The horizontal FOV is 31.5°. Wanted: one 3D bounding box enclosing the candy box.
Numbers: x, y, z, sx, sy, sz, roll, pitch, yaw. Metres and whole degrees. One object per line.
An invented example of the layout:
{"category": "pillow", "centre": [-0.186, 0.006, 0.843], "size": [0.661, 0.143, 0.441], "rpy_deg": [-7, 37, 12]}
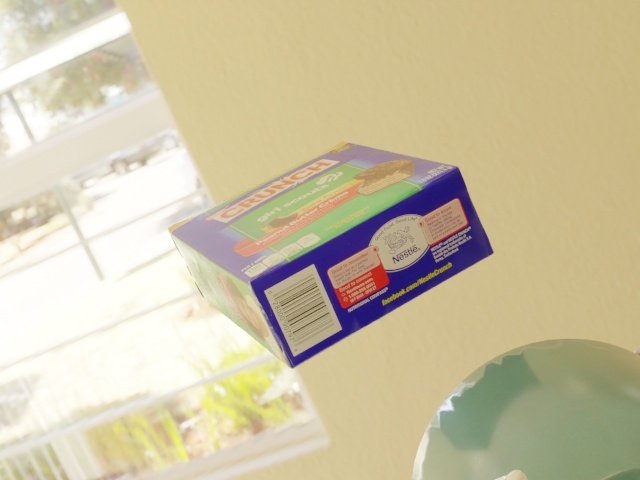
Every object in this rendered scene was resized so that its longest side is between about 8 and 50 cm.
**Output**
{"category": "candy box", "centre": [0.000, 0.000, 1.326], "size": [0.268, 0.122, 0.317], "rpy_deg": [-29, 18, -16]}

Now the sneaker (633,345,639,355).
{"category": "sneaker", "centre": [0.419, 0.186, 1.236], "size": [0.084, 0.083, 0.215], "rpy_deg": [-21, 28, -1]}

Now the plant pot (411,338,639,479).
{"category": "plant pot", "centre": [0.239, 0.243, 0.950], "size": [0.293, 0.293, 0.235], "rpy_deg": [-25, 6, -3]}

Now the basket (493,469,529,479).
{"category": "basket", "centre": [0.049, 0.205, 0.549], "size": [0.167, 0.103, 0.113], "rpy_deg": [-39, -5, 32]}
